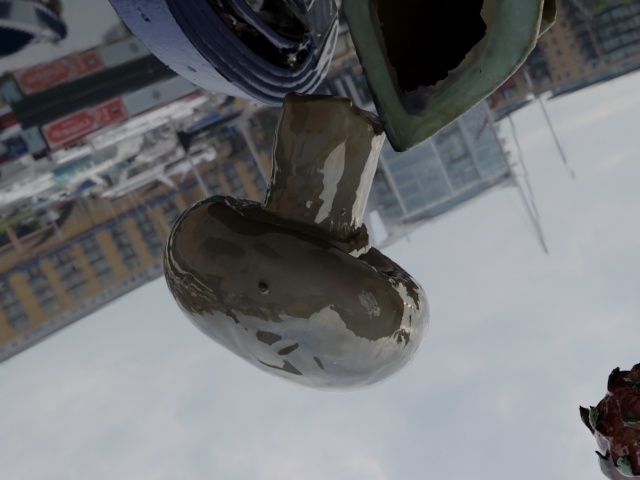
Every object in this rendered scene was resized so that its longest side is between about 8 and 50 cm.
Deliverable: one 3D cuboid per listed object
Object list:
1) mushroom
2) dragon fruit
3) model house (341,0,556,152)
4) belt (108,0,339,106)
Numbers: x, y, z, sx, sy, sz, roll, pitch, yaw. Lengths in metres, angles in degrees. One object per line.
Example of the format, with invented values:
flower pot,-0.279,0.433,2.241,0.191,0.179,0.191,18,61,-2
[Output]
mushroom,0.000,0.000,0.925,0.292,0.293,0.290,-122,-126,-81
dragon fruit,0.389,0.232,1.008,0.135,0.236,0.137,-28,-141,24
model house,0.158,-0.241,0.777,0.239,0.173,0.268,-38,-178,-43
belt,-0.114,-0.298,1.043,0.117,0.347,0.212,17,-102,36
